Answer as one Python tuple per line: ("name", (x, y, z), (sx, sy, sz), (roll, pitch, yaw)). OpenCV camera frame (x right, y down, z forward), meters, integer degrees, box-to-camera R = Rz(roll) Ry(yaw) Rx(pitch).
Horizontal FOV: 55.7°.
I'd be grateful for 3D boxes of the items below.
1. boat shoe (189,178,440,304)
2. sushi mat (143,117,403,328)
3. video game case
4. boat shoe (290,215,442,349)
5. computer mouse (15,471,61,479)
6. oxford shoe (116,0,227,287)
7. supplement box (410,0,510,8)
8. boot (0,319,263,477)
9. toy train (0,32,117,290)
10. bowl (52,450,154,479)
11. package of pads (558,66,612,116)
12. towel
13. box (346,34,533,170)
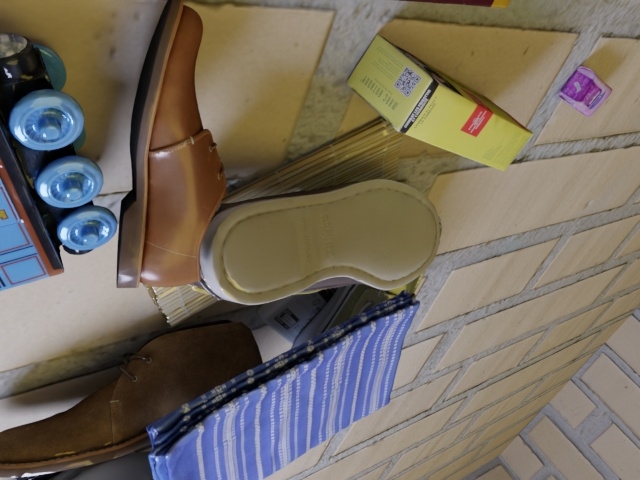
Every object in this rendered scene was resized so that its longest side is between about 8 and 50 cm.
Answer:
("boat shoe", (0.000, 0.000, 0.618), (0.324, 0.097, 0.116), (-9, 97, -44))
("sushi mat", (-0.043, -0.020, 0.660), (0.317, 0.019, 0.151), (-29, 148, -17))
("video game case", (0.018, 0.081, 0.848), (0.173, 0.022, 0.190), (-38, 148, -2))
("boat shoe", (0.073, 0.090, 0.803), (0.109, 0.094, 0.302), (5, 128, -48))
("computer mouse", (-0.256, 0.233, 0.748), (0.242, 0.041, 0.071), (-23, 162, -16))
("oxford shoe", (-0.103, -0.065, 0.444), (0.076, 0.076, 0.212), (5, 111, -19))
("supplement box", (0.050, -0.256, 0.352), (0.194, 0.129, 0.191), (-13, 140, -36))
("boot", (-0.206, 0.165, 0.665), (0.305, 0.112, 0.115), (-12, 97, -30))
("toy train", (-0.204, -0.047, 0.403), (0.105, 0.080, 0.184), (-20, 144, -19))
("bowl", (-0.277, 0.370, 0.791), (0.298, 0.134, 0.298), (-28, 146, -21))
("package of pads", (0.368, -0.205, 0.840), (0.083, 0.032, 0.050), (6, 124, -50))
("towel", (-0.031, 0.206, 0.705), (0.336, 0.040, 0.243), (-24, 141, -26))
("box", (0.134, -0.135, 0.634), (0.232, 0.087, 0.058), (8, 125, -49))
